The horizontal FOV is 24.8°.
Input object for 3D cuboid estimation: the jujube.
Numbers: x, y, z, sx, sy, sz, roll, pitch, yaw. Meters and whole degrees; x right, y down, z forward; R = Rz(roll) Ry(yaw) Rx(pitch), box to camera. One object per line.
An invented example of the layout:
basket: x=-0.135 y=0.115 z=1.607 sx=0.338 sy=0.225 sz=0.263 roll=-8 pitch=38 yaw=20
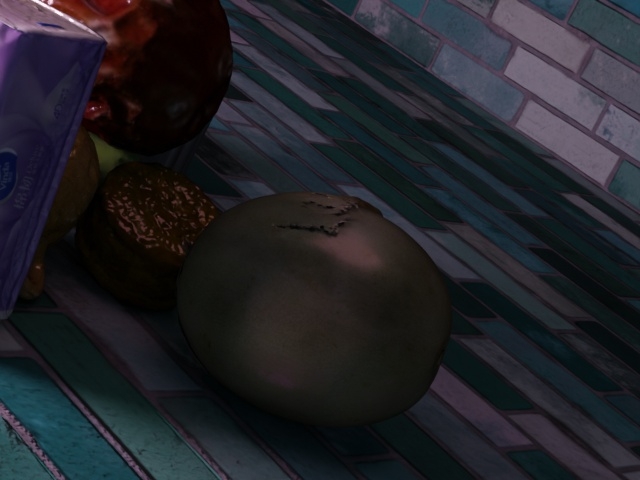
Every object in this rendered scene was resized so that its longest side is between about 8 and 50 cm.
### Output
jujube: x=-0.287 y=-0.278 z=1.836 sx=0.377 sy=0.276 sz=0.276 roll=29 pitch=18 yaw=8

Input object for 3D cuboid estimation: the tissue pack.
tissue pack: x=-0.400 y=-0.109 z=1.549 sx=0.242 sy=0.338 sz=0.160 roll=30 pitch=17 yaw=30

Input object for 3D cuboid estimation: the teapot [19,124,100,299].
teapot: x=-0.359 y=-0.050 z=1.751 sx=0.203 sy=0.167 sz=0.311 roll=-16 pitch=50 yaw=0

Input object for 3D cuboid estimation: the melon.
melon: x=-0.014 y=0.073 z=1.679 sx=0.330 sy=0.268 sz=0.268 roll=22 pitch=17 yaw=13

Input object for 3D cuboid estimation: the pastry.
pastry: x=-0.212 y=-0.007 z=1.824 sx=0.189 sy=0.103 sz=0.188 roll=28 pitch=35 yaw=-22

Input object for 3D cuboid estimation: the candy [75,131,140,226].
candy: x=-0.401 y=-0.129 z=1.956 sx=0.343 sy=0.142 sz=0.132 roll=30 pitch=-16 yaw=14

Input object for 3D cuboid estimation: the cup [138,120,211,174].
cup: x=-0.246 y=-0.152 z=2.089 sx=0.167 sy=0.202 sz=0.221 roll=29 pitch=18 yaw=9

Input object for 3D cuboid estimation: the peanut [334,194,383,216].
peanut: x=0.000 y=0.000 z=2.144 sx=0.136 sy=0.120 sz=0.298 roll=7 pitch=11 yaw=24
